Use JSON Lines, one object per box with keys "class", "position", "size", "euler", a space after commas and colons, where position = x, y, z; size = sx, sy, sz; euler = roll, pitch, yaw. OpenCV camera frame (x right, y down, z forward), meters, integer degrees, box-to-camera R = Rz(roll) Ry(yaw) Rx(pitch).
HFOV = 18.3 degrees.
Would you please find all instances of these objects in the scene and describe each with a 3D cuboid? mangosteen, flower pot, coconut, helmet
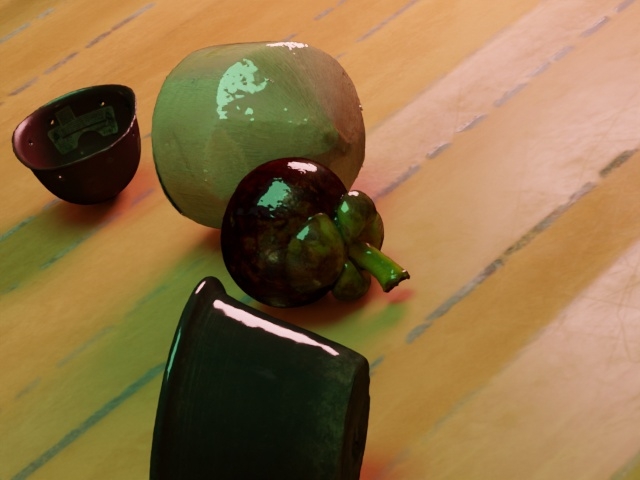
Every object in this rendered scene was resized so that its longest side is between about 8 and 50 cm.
{"class": "mangosteen", "position": [-0.007, -0.009, 1.917], "size": [0.181, 0.146, 0.156], "euler": [0, 35, 34]}
{"class": "flower pot", "position": [-0.040, 0.153, 1.603], "size": [0.148, 0.235, 0.235], "euler": [7, 33, 10]}
{"class": "coconut", "position": [-0.055, -0.105, 2.073], "size": [0.234, 0.224, 0.224], "euler": [2, 34, 39]}
{"class": "helmet", "position": [-0.265, -0.094, 2.294], "size": [0.155, 0.106, 0.175], "euler": [-25, 29, -6]}
